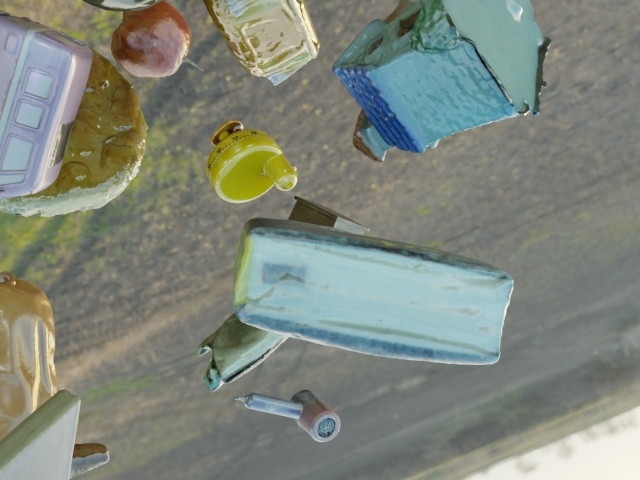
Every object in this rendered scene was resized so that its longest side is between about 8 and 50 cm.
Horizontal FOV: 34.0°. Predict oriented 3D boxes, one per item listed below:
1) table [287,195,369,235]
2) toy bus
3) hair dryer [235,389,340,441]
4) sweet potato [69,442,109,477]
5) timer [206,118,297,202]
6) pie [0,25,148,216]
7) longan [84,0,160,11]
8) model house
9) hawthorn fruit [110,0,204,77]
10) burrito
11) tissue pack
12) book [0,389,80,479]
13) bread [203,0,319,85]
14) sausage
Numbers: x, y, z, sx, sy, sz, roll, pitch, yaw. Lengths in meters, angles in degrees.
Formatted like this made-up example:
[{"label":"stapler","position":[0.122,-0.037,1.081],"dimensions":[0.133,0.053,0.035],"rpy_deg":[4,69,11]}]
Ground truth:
[{"label":"table","position":[0.000,0.000,1.367],"dimensions":[0.070,0.083,0.082],"rpy_deg":[18,97,-48]},{"label":"toy bus","position":[-0.342,-0.140,1.132],"dimensions":[0.142,0.202,0.142],"rpy_deg":[19,-170,-7]},{"label":"hair dryer","position":[-0.039,0.180,1.114],"dimensions":[0.114,0.037,0.063],"rpy_deg":[17,-173,-28]},{"label":"sweet potato","position":[-0.339,0.239,0.964],"dimensions":[0.066,0.072,0.314],"rpy_deg":[-7,-174,45]},{"label":"timer","position":[-0.094,-0.093,1.389],"dimensions":[0.107,0.109,0.107],"rpy_deg":[-24,145,-18]},{"label":"pie","position":[-0.409,-0.170,1.456],"dimensions":[0.339,0.339,0.083],"rpy_deg":[-15,156,-28]},{"label":"longan","position":[-0.201,-0.327,1.043],"dimensions":[0.159,0.204,0.185],"rpy_deg":[-3,125,-3]},{"label":"model house","position":[0.067,-0.126,0.737],"dimensions":[0.149,0.148,0.119],"rpy_deg":[-26,123,33]},{"label":"hawthorn fruit","position":[-0.248,-0.304,1.567],"dimensions":[0.140,0.125,0.125],"rpy_deg":[13,172,13]},{"label":"burrito","position":[-0.053,0.089,1.405],"dimensions":[0.096,0.066,0.309],"rpy_deg":[0,-144,48]},{"label":"tissue pack","position":[0.025,0.035,0.816],"dimensions":[0.185,0.081,0.257],"rpy_deg":[11,-178,-5]},{"label":"book","position":[-0.276,0.271,0.862],"dimensions":[0.191,0.025,0.269],"rpy_deg":[-46,157,-53]},{"label":"bread","position":[-0.083,-0.293,1.258],"dimensions":[0.107,0.136,0.241],"rpy_deg":[-25,161,2]},{"label":"sausage","position":[-0.387,0.159,1.287],"dimensions":[0.120,0.241,0.136],"rpy_deg":[-2,165,-14]}]
